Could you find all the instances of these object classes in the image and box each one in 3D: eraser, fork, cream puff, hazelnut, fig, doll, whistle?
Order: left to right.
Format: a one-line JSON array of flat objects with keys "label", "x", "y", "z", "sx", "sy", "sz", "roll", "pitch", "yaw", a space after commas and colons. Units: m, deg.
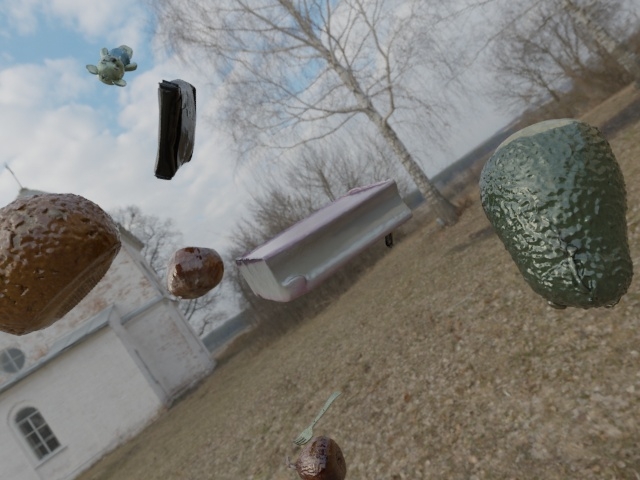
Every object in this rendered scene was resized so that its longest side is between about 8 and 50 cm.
[{"label": "cream puff", "x": -0.540, "y": 0.029, "z": 0.807, "sx": 0.303, "sy": 0.212, "sz": 0.303, "roll": -44, "pitch": 9, "yaw": 8}, {"label": "whistle", "x": -0.628, "y": -0.551, "z": 1.280, "sx": 0.077, "sy": 0.114, "sz": 0.236, "roll": -51, "pitch": 27, "yaw": 37}, {"label": "hazelnut", "x": -0.329, "y": 0.085, "z": 1.087, "sx": 0.154, "sy": 0.143, "sz": 0.143, "roll": -11, "pitch": -2, "yaw": 1}, {"label": "fig", "x": -0.033, "y": 0.633, "z": 1.176, "sx": 0.201, "sy": 0.146, "sz": 0.134, "roll": -11, "pitch": 17, "yaw": 22}, {"label": "fork", "x": -0.005, "y": 0.510, "z": 1.197, "sx": 0.034, "sy": 0.028, "sz": 0.219, "roll": 1, "pitch": 26, "yaw": 39}, {"label": "eraser", "x": 0.000, "y": 0.000, "z": 0.987, "sx": 0.359, "sy": 0.122, "sz": 0.272, "roll": -34, "pitch": 12, "yaw": -24}, {"label": "doll", "x": 0.443, "y": -0.043, "z": 0.771, "sx": 0.247, "sy": 0.350, "sz": 0.247, "roll": -9, "pitch": -21, "yaw": -3}]

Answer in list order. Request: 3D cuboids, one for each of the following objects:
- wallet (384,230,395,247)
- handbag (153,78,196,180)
[{"label": "wallet", "x": 0.243, "y": -0.072, "z": 1.416, "sx": 0.031, "sy": 0.110, "sz": 0.198, "roll": 1, "pitch": 33, "yaw": 16}, {"label": "handbag", "x": -0.382, "y": -0.297, "z": 1.104, "sx": 0.223, "sy": 0.080, "sz": 0.247, "roll": -110, "pitch": 29, "yaw": -65}]
